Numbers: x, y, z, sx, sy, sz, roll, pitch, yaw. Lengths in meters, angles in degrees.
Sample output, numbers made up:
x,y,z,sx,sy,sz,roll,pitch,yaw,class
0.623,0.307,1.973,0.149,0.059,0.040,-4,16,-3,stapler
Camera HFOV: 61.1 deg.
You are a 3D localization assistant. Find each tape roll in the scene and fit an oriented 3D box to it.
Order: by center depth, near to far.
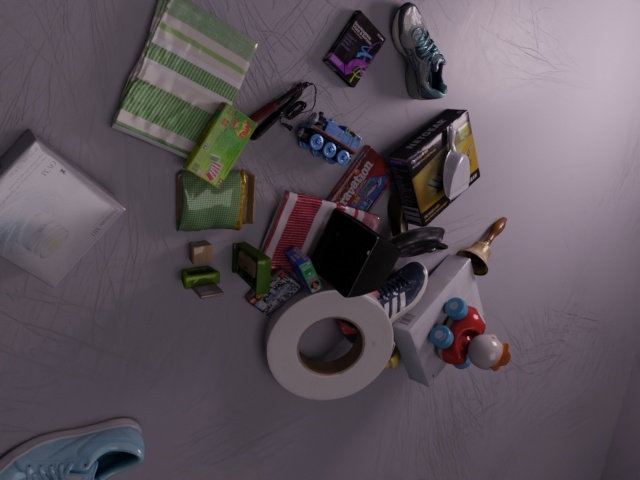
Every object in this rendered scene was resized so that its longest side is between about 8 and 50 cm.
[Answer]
x,y,z,sx,sy,sz,roll,pitch,yaw,class
0.028,0.304,1.630,0.393,0.072,0.391,-5,112,-11,tape roll

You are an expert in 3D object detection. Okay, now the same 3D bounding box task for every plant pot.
x,y,z,sx,sy,sz,roll,pitch,yaw,class
0.109,0.043,1.517,0.167,0.188,0.187,13,108,-46,plant pot

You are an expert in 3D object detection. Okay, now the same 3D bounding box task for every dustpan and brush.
x,y,z,sx,sy,sz,roll,pitch,yaw,class
0.400,-0.242,1.614,0.147,0.060,0.211,-29,128,-47,dustpan and brush

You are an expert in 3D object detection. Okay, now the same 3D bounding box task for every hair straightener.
x,y,z,sx,sy,sz,roll,pitch,yaw,class
-0.094,-0.328,1.393,0.230,0.047,0.089,-42,126,-17,hair straightener

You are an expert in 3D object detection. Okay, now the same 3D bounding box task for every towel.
x,y,z,sx,sy,sz,roll,pitch,yaw,class
-0.308,-0.360,1.239,0.248,0.038,0.324,21,95,-38,towel
0.000,0.000,1.559,0.329,0.037,0.236,13,109,-33,towel

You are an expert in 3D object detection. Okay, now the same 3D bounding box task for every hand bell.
x,y,z,sx,sy,sz,roll,pitch,yaw,class
0.606,-0.001,1.960,0.242,0.126,0.126,-48,128,-24,hand bell

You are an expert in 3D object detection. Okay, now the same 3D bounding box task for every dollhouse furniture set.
x,y,z,sx,sy,sz,roll,pitch,yaw,class
-0.239,-0.018,1.349,0.198,0.151,0.301,-7,113,-31,dollhouse furniture set

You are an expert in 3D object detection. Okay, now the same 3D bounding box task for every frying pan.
x,y,z,sx,sy,sz,roll,pitch,yaw,class
0.316,0.025,1.763,0.198,0.053,0.326,-17,159,11,frying pan

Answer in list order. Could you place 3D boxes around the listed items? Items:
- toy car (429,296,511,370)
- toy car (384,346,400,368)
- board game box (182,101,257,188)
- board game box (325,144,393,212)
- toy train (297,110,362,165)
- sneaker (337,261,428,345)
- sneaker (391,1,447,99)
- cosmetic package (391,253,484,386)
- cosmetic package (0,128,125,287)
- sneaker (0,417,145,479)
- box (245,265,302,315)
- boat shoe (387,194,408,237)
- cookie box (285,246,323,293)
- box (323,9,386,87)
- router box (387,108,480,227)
x,y,z,sx,sy,sz,roll,pitch,yaw,class
0.524,0.334,1.774,0.210,0.238,0.219,-58,134,-16,toy car
0.327,0.392,1.949,0.225,0.053,0.239,35,89,-37,toy car
-0.237,-0.225,1.284,0.092,0.043,0.181,31,89,-32,board game box
0.102,-0.129,1.606,0.145,0.027,0.281,38,87,-36,board game box
0.022,-0.274,1.466,0.184,0.080,0.105,25,85,-35,toy train
0.198,0.180,1.729,0.350,0.131,0.148,-46,131,-9,sneaker
0.294,-0.524,1.509,0.110,0.122,0.282,-37,125,-16,sneaker
0.414,0.273,1.885,0.377,0.098,0.284,-43,125,-28,cosmetic package
-0.576,-0.065,1.121,0.224,0.138,0.225,-50,128,-6,cosmetic package
-0.617,0.557,1.339,0.366,0.150,0.135,-15,116,-28,sneaker
-0.132,0.145,1.540,0.137,0.027,0.094,-41,128,9,box
0.249,-0.074,1.712,0.049,0.056,0.152,-27,122,-39,boat shoe
-0.045,0.082,1.499,0.040,0.092,0.107,-33,126,-12,cookie box
0.092,-0.508,1.443,0.116,0.029,0.162,33,88,-38,box
0.357,-0.226,1.668,0.309,0.081,0.242,-40,126,-26,router box
